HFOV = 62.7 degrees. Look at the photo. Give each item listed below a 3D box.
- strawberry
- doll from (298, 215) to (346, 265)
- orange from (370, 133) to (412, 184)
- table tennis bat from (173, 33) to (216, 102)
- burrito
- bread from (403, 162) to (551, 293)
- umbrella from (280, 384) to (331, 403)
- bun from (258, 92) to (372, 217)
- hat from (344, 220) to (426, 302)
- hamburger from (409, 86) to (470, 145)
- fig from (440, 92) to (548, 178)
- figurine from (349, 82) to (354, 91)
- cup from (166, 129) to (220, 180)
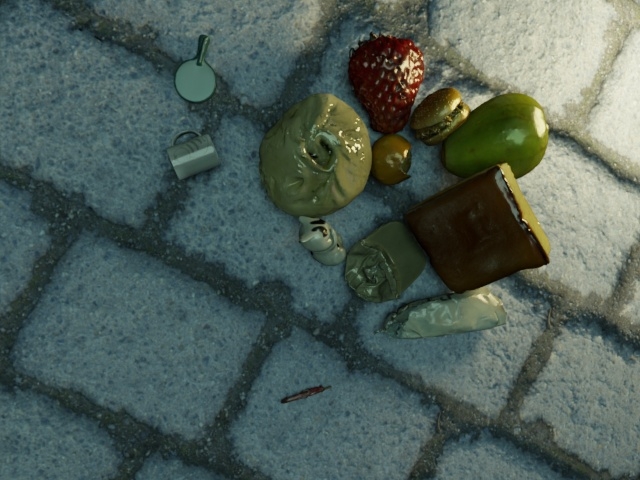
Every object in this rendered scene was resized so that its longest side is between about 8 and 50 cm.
[{"bbox_3d":[0.203,-0.476,1.562,0.253,0.150,0.280,17,89,-29],"label":"strawberry"},{"bbox_3d":[0.005,0.002,1.560,0.106,0.181,0.110,-23,51,12],"label":"doll"},{"bbox_3d":[0.220,-0.244,1.601,0.156,0.134,0.157,-17,120,-32],"label":"orange"},{"bbox_3d":[-0.360,-0.506,1.546,0.124,0.033,0.201,12,92,-12],"label":"table tennis bat"},{"bbox_3d":[0.380,0.238,1.667,0.445,0.101,0.139,-7,97,-9],"label":"burrito"},{"bbox_3d":[0.470,-0.029,1.568,0.333,0.143,0.324,-29,98,37],"label":"bread"},{"bbox_3d":[-0.045,0.478,1.636,0.165,0.027,0.025,-15,120,-12],"label":"umbrella"},{"bbox_3d":[-0.007,-0.233,1.521,0.326,0.234,0.362,32,93,-15],"label":"bun"},{"bbox_3d":[0.199,0.072,1.650,0.244,0.149,0.214,-32,90,-44],"label":"hat"},{"bbox_3d":[0.353,-0.376,1.598,0.118,0.182,0.191,43,81,-14],"label":"hamburger"},{"bbox_3d":[0.530,-0.298,1.612,0.326,0.258,0.258,-20,95,9],"label":"fig"},{"bbox_3d":[0.115,-0.512,1.626,0.060,0.047,0.106,12,97,31],"label":"figurine"},{"bbox_3d":[-0.374,-0.259,1.517,0.133,0.099,0.136,-22,96,-8],"label":"cup"}]
